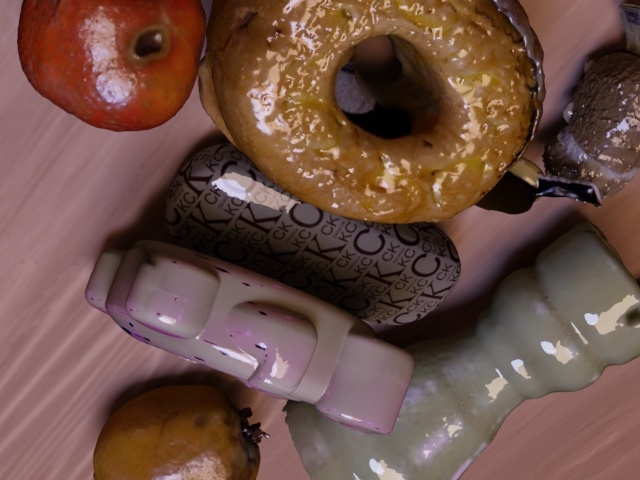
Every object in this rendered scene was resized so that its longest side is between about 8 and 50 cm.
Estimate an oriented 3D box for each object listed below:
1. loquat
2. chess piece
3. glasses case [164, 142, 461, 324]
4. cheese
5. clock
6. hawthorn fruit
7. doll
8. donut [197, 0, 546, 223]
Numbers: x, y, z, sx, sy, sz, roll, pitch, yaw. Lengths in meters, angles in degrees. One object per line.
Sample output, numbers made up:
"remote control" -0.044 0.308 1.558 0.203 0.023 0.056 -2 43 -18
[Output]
"loquat" -0.177 0.275 1.141 0.234 0.176 0.187 -15 148 4
"chess piece" 0.193 0.167 1.102 0.442 0.234 0.234 -36 128 14
"glasses case" 0.000 0.000 0.995 0.355 0.085 0.137 21 126 -27
"cheese" 0.220 -0.062 0.958 0.036 0.162 0.086 -51 132 -24
"clock" -0.083 0.098 0.959 0.309 0.284 0.114 25 81 -25
"hawthorn fruit" -0.158 -0.218 0.715 0.165 0.165 0.285 5 139 -16
"doll" 0.316 -0.138 0.942 0.105 0.115 0.221 8 119 -25
"donut" 0.050 -0.155 0.820 0.317 0.150 0.299 -5 121 -15
